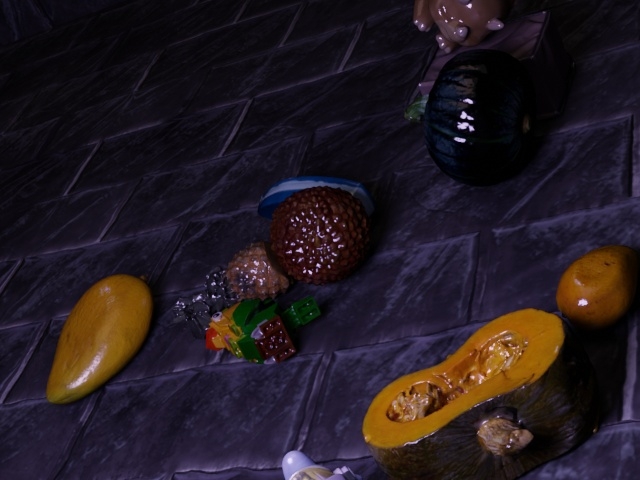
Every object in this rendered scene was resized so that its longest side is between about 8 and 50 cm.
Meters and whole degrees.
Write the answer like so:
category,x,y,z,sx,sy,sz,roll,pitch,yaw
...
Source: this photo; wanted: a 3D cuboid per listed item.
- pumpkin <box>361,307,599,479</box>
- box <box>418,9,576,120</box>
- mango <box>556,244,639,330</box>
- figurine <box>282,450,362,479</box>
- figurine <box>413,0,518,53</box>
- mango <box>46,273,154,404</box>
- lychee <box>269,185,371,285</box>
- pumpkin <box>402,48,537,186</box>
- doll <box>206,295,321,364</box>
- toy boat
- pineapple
category,x,y,z,sx,sy,sz,roll,pitch,yaw
pumpkin,0.220,0.234,1.498,0.317,0.139,0.222,-29,28,1
box,0.343,-0.321,2.199,0.252,0.153,0.188,-8,38,31
mango,0.403,0.064,1.642,0.115,0.089,0.165,-9,33,29
figurine,0.014,0.364,1.461,0.128,0.184,0.208,-34,73,-4
figurine,0.288,-0.475,2.151,0.173,0.177,0.247,-27,17,41
mango,-0.418,0.182,2.141,0.176,0.119,0.317,2,47,31
lychee,0.000,0.000,2.006,0.188,0.188,0.188,-22,31,14
pumpkin,0.258,-0.224,2.015,0.248,0.248,0.248,-22,31,14
doll,-0.111,0.149,1.937,0.186,0.106,0.134,-3,34,38
toy boat,-0.023,-0.071,2.204,0.299,0.096,0.061,2,52,45
pineapple,-0.170,0.094,2.078,0.237,0.111,0.119,-31,-3,16
